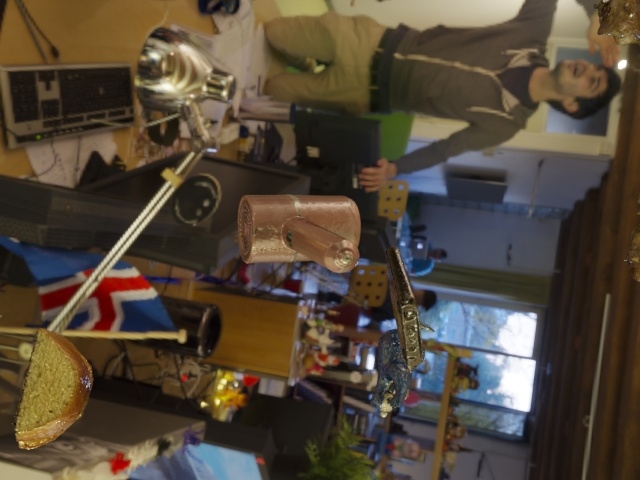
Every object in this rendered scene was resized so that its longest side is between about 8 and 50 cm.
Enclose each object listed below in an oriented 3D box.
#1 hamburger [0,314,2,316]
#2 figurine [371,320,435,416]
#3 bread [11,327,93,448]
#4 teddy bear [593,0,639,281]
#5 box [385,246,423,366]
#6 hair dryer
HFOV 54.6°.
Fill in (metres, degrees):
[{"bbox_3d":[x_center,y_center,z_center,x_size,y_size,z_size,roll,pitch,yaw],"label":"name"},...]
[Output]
[{"bbox_3d":[-0.942,0.135,1.547,0.274,0.275,0.212,52,33,-71],"label":"hamburger"},{"bbox_3d":[0.187,0.304,1.542,0.164,0.121,0.262,78,35,-69],"label":"figurine"},{"bbox_3d":[-0.572,0.319,1.354,0.129,0.134,0.260,117,-24,-66],"label":"bread"},{"bbox_3d":[0.292,-0.126,0.493,0.246,0.223,0.296,-47,167,-54],"label":"teddy bear"},{"bbox_3d":[0.110,0.087,0.838,0.125,0.027,0.126,-99,177,-53],"label":"box"},{"bbox_3d":[0.000,0.000,1.050,0.352,0.211,0.125,-151,-118,-66],"label":"hair dryer"}]
